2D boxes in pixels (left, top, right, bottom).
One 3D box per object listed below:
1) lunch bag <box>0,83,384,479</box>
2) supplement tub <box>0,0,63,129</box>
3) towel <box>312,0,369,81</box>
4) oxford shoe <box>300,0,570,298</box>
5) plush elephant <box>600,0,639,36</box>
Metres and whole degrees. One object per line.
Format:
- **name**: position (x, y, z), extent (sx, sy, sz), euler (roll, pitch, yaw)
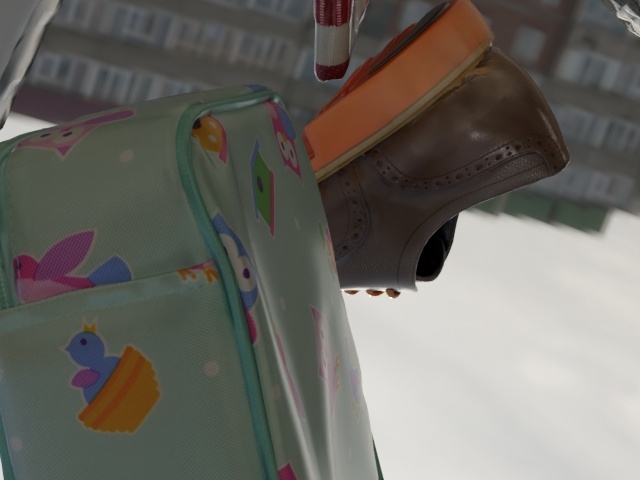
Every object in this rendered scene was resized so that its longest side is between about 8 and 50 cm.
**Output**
- **lunch bag**: position (-0.042, 0.082, 0.723), extent (0.108, 0.279, 0.224), euler (-11, -173, 10)
- **supplement tub**: position (-0.072, -0.113, 0.341), extent (0.106, 0.198, 0.106), euler (27, -171, -5)
- **towel**: position (0.027, -0.289, 1.109), extent (0.037, 0.329, 0.237), euler (5, -152, 7)
- **oxford shoe**: position (0.000, 0.000, 1.176), extent (0.133, 0.363, 0.130), euler (48, -140, -7)
- **plush elephant**: position (0.173, -0.160, 0.585), extent (0.272, 0.330, 0.255), euler (35, -124, -21)
